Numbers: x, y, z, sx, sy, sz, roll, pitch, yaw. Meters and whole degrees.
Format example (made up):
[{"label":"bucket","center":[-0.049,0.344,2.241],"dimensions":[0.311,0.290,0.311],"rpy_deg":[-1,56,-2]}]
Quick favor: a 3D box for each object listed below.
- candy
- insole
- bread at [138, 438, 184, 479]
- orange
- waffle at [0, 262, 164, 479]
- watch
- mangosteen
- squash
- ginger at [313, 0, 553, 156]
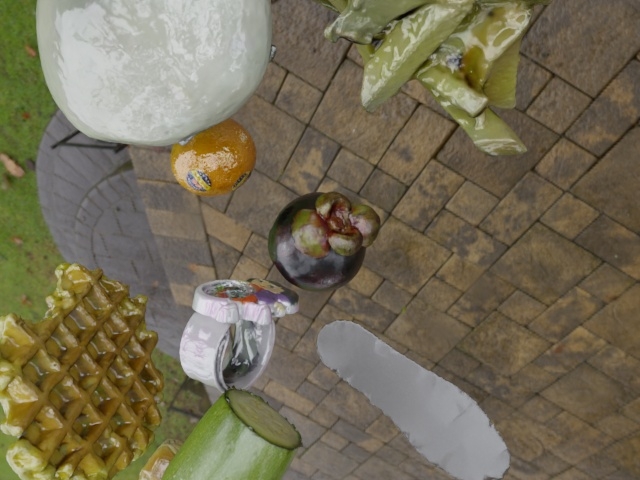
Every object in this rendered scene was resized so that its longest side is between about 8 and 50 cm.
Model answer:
[{"label":"candy","center":[-0.286,-0.323,0.825],"dimensions":[0.427,0.186,0.386],"rpy_deg":[-28,87,35]},{"label":"insole","center":[0.131,0.225,0.770],"dimensions":[0.328,0.007,0.111],"rpy_deg":[38,98,3]},{"label":"bread","center":[-0.272,0.536,1.171],"dimensions":[0.236,0.140,0.106],"rpy_deg":[36,172,-5]},{"label":"orange","center":[-0.218,-0.172,1.113],"dimensions":[0.177,0.178,0.155],"rpy_deg":[-20,124,31]},{"label":"waffle","center":[-0.295,0.162,0.700],"dimensions":[0.058,0.301,0.282],"rpy_deg":[-19,90,14]},{"label":"watch","center":[-0.166,0.210,1.190],"dimensions":[0.196,0.244,0.231],"rpy_deg":[12,103,31]},{"label":"mangosteen","center":[0.000,0.000,1.054],"dimensions":[0.209,0.210,0.210],"rpy_deg":[10,128,13]},{"label":"squash","center":[-0.174,0.422,0.987],"dimensions":[0.189,0.189,0.260],"rpy_deg":[34,89,-7]},{"label":"ginger","center":[0.130,-0.268,0.765],"dimensions":[0.413,0.358,0.211],"rpy_deg":[16,99,-8]}]
